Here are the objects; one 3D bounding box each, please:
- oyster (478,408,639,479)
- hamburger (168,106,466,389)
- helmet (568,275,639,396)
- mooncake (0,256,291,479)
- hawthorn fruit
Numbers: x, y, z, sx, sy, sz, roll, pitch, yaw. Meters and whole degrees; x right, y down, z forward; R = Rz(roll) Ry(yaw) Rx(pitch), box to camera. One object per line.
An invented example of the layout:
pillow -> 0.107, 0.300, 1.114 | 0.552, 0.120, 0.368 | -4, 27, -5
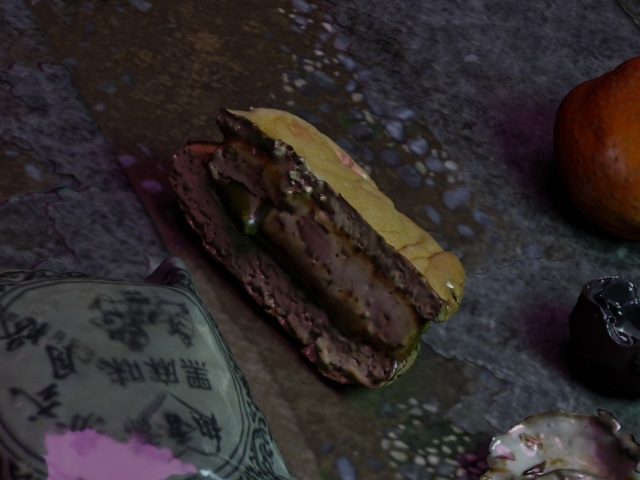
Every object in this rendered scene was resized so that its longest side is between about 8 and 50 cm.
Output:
oyster -> 0.195, 0.259, 1.320 | 0.128, 0.079, 0.345 | -9, 48, -7
hamburger -> 0.000, 0.000, 1.484 | 0.262, 0.124, 0.131 | 45, 24, 18
helmet -> 0.254, 0.088, 1.540 | 0.123, 0.070, 0.098 | 36, 31, 9
mooncake -> -0.157, 0.118, 1.241 | 0.254, 0.136, 0.250 | -3, 50, -30
hawthorn fruit -> 0.311, -0.024, 1.679 | 0.165, 0.165, 0.286 | -7, 71, -33
